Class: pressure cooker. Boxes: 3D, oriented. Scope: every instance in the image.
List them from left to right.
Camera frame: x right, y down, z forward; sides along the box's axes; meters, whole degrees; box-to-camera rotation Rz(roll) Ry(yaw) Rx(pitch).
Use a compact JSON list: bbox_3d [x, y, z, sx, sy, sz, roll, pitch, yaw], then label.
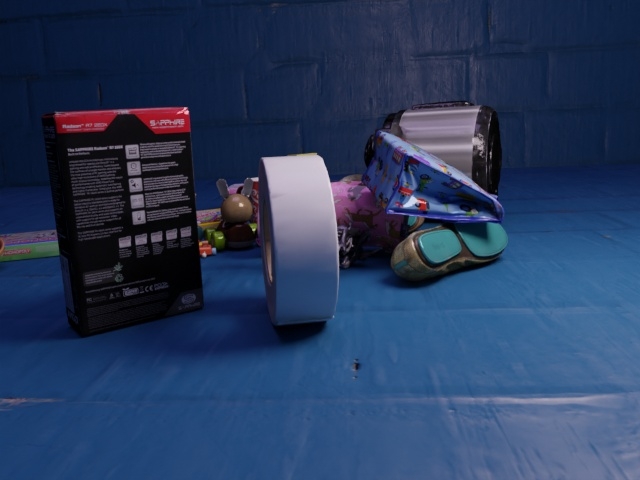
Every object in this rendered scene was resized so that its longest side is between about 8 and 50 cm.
[{"bbox_3d":[0.352,-0.247,1.946,0.420,0.370,0.375,1,29,24],"label":"pressure cooker"}]

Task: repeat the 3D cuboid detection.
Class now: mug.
[{"bbox_3d":[-0.178,-0.107,1.862,0.113,0.169,0.150,-11,13,-34],"label":"mug"}]

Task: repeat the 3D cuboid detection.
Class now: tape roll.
[{"bbox_3d":[-0.044,0.000,1.023,0.100,0.286,0.286,-4,11,-10],"label":"tape roll"}]

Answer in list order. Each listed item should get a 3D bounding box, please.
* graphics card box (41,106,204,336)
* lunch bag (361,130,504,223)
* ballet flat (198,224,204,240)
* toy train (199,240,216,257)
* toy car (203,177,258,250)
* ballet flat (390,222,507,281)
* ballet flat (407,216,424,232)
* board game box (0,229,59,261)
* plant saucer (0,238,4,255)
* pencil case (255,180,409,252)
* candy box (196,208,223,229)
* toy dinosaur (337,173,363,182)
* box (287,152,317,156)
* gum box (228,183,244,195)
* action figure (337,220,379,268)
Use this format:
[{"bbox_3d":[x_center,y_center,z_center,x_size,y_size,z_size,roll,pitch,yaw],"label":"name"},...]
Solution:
[{"bbox_3d":[-0.336,-0.040,1.057,0.232,0.371,0.094,-12,15,-36],"label":"graphics card box"},{"bbox_3d":[0.269,-0.128,1.363,0.293,0.138,0.221,12,20,-15],"label":"lunch bag"},{"bbox_3d":[-0.430,-0.019,1.757,0.188,0.070,0.070,-1,11,-6],"label":"ballet flat"},{"bbox_3d":[-0.359,0.015,1.606,0.166,0.046,0.125,-3,11,-4],"label":"toy train"},{"bbox_3d":[-0.237,-0.078,1.673,0.155,0.189,0.149,-6,12,-24],"label":"toy car"},{"bbox_3d":[0.278,0.019,1.324,0.123,0.123,0.348,9,14,44],"label":"ballet flat"},{"bbox_3d":[0.155,-0.074,1.820,0.342,0.116,0.124,4,-7,27],"label":"ballet flat"},{"bbox_3d":[-0.844,0.013,1.726,0.317,0.046,0.213,-6,11,-17],"label":"board game box"},{"bbox_3d":[-0.901,0.041,1.517,0.199,0.037,0.200,1,27,-1],"label":"plant saucer"},{"bbox_3d":[0.029,-0.058,1.521,0.385,0.167,0.160,1,-33,7],"label":"pencil case"},{"bbox_3d":[-0.373,-0.070,2.008,0.205,0.027,0.105,-9,30,-33],"label":"candy box"},{"bbox_3d":[0.072,-0.097,1.660,0.160,0.313,0.121,39,3,-28],"label":"toy dinosaur"},{"bbox_3d":[-0.051,-0.162,1.942,0.087,0.232,0.058,-10,11,-37],"label":"box"},{"bbox_3d":[-0.309,-0.149,2.251,0.062,0.107,0.188,-2,11,4],"label":"gum box"},{"bbox_3d":[0.000,0.000,1.375,0.275,0.141,0.164,32,-31,-17],"label":"action figure"}]
